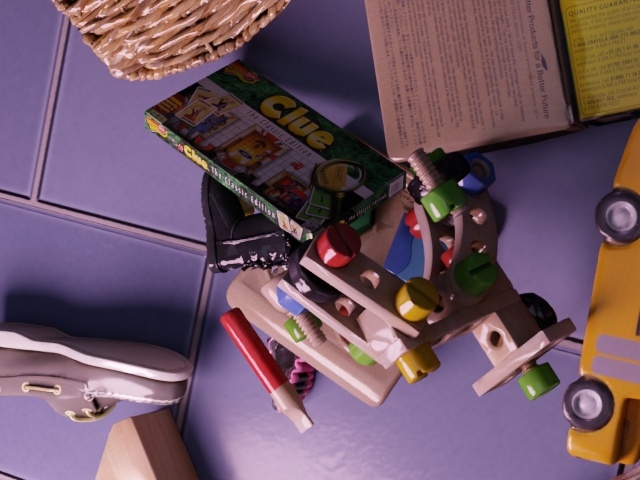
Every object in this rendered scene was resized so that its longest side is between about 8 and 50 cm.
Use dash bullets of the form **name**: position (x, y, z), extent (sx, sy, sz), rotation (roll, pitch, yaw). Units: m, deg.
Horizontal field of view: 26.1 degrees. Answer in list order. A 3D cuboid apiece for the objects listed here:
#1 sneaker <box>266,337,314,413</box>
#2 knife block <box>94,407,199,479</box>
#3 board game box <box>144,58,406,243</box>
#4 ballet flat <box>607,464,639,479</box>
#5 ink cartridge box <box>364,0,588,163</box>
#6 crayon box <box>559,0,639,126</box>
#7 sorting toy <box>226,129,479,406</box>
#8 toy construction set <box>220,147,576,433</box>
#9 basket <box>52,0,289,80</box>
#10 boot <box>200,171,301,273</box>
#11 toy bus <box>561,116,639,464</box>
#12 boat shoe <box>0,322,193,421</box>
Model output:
- **sneaker**: position (-0.035, 0.127, 1.495), extent (0.057, 0.047, 0.119), rotation (16, 89, 29)
- **knife block**: position (-0.147, 0.354, 1.520), extent (0.242, 0.088, 0.276), rotation (21, 99, 21)
- **board game box**: position (-0.050, -0.095, 1.429), extent (0.259, 0.136, 0.030), rotation (36, 142, 30)
- **ballet flat**: position (0.262, 0.287, 1.323), extent (0.316, 0.106, 0.108), rotation (-25, 85, 13)
- **ink cartridge box**: position (0.151, -0.206, 1.381), extent (0.193, 0.088, 0.235), rotation (-9, 86, 22)
- **crayon box**: position (0.325, -0.283, 1.307), extent (0.202, 0.081, 0.319), rotation (-9, 87, 23)
- **sorting toy**: position (0.000, 0.000, 1.453), extent (0.307, 0.041, 0.229), rotation (34, 90, 20)
- **toy construction set**: position (0.085, 0.085, 1.296), extent (0.309, 0.257, 0.237), rotation (-37, 83, 23)
- **basket**: position (-0.126, -0.331, 1.500), extent (0.299, 0.223, 0.213), rotation (-31, 112, 21)
- **boot**: position (-0.072, -0.022, 1.447), extent (0.099, 0.045, 0.121), rotation (-8, 83, 24)
- **toy bus**: position (0.320, 0.047, 1.300), extent (0.130, 0.108, 0.333), rotation (11, 95, 21)
- **boat shoe**: position (-0.275, 0.155, 1.566), extent (0.305, 0.109, 0.091), rotation (7, 94, 30)
